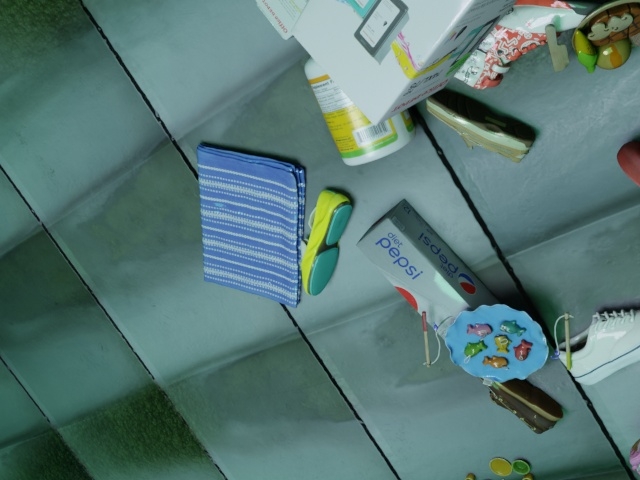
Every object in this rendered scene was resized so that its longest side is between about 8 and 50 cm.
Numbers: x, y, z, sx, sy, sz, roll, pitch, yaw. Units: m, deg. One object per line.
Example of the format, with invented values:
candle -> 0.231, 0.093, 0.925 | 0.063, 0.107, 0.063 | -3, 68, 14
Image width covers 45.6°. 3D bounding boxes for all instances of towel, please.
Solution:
towel -> -0.148, -0.027, 1.576 | 0.243, 0.040, 0.336 | 14, 122, 21

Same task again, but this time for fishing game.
fishing game -> 0.312, 0.193, 1.358 | 0.264, 0.041, 0.189 | 1, 127, 15

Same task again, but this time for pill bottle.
pill bottle -> 0.056, -0.263, 1.280 | 0.136, 0.136, 0.245 | -14, 109, 32

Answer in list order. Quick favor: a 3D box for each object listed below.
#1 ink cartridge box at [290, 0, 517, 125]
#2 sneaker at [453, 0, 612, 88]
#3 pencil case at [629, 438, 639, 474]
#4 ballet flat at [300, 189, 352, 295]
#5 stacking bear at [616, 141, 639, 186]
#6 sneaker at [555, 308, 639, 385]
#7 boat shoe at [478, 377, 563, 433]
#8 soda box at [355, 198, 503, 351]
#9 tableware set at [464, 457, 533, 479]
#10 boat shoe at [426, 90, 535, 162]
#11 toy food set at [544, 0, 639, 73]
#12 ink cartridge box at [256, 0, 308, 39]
ink cartridge box -> 0.132, -0.341, 1.066 | 0.197, 0.198, 0.270 | 49, 139, 8
sneaker -> 0.300, -0.307, 1.164 | 0.270, 0.090, 0.145 | 10, 121, 26
pencil case -> 0.630, 0.260, 1.241 | 0.160, 0.167, 0.386 | 19, 129, 23
ballet flat -> 0.000, 0.000, 1.503 | 0.077, 0.077, 0.231 | 38, 127, 30
stacking bear -> 0.562, -0.196, 1.057 | 0.175, 0.164, 0.289 | 26, 121, 12
sneaker -> 0.512, 0.160, 1.309 | 0.091, 0.094, 0.258 | 39, 127, -2
boat shoe -> 0.366, 0.299, 1.472 | 0.207, 0.073, 0.073 | 40, 125, 3
soda box -> 0.205, 0.068, 1.415 | 0.286, 0.091, 0.098 | 47, 127, -3
tableware set -> 0.380, 0.508, 1.612 | 0.154, 0.024, 0.104 | -18, 107, 34
boat shoe -> 0.257, -0.183, 1.271 | 0.190, 0.068, 0.072 | 29, 137, 10
toy food set -> 0.422, -0.290, 1.075 | 0.192, 0.132, 0.038 | -18, 63, 20
ink cartridge box -> -0.037, -0.416, 1.296 | 0.122, 0.052, 0.088 | -33, 98, 35
